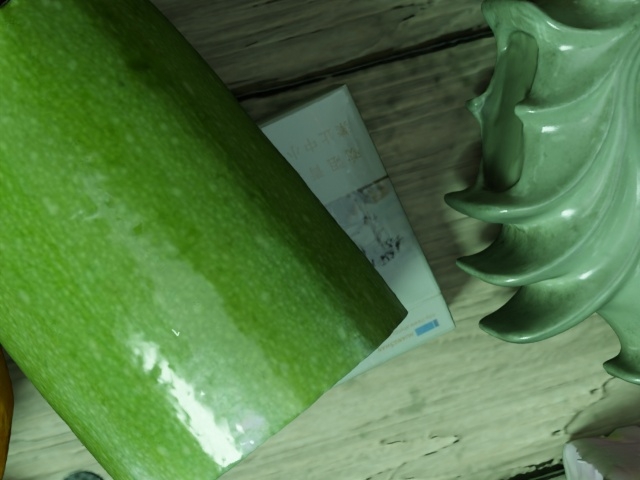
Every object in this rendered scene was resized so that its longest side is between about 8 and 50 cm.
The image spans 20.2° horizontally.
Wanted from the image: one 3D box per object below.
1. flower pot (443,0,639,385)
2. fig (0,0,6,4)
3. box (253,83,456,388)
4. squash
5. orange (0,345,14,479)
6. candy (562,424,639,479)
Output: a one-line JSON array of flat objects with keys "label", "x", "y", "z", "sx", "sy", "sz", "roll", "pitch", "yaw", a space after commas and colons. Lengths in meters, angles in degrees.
[{"label": "flower pot", "x": 0.247, "y": -0.067, "z": 1.525, "sx": 0.254, "sy": 0.164, "sz": 0.367, "roll": 12, "pitch": 93, "yaw": -17}, {"label": "fig", "x": -0.233, "y": -0.265, "z": 1.456, "sx": 0.146, "sy": 0.201, "sz": 0.134, "roll": 48, "pitch": 131, "yaw": 14}, {"label": "box", "x": 0.001, "y": 0.001, "z": 1.535, "sx": 0.149, "sy": 0.067, "sz": 0.233, "roll": -25, "pitch": 99, "yaw": -4}, {"label": "squash", "x": -0.149, "y": -0.010, "z": 1.372, "sx": 0.263, "sy": 0.263, "sz": 0.384, "roll": -39, "pitch": 91, "yaw": -4}, {"label": "orange", "x": -0.379, "y": 0.136, "z": 1.393, "sx": 0.284, "sy": 0.226, "sz": 0.284, "roll": 0, "pitch": 89, "yaw": -10}, {"label": "candy", "x": 0.288, "y": 0.257, "z": 1.516, "sx": 0.116, "sy": 0.265, "sz": 0.155, "roll": -4, "pitch": 96, "yaw": -7}]
